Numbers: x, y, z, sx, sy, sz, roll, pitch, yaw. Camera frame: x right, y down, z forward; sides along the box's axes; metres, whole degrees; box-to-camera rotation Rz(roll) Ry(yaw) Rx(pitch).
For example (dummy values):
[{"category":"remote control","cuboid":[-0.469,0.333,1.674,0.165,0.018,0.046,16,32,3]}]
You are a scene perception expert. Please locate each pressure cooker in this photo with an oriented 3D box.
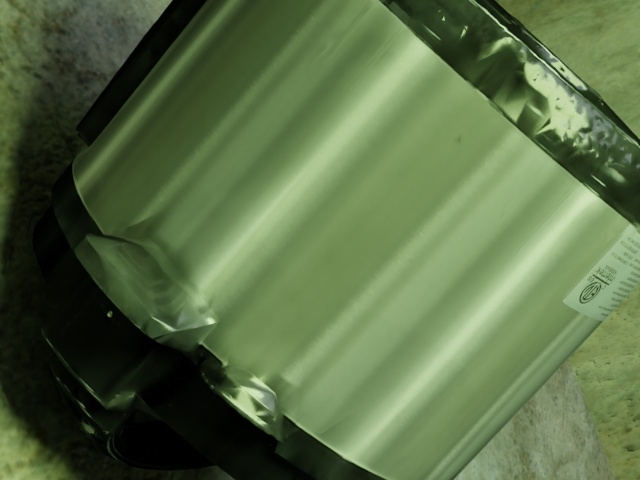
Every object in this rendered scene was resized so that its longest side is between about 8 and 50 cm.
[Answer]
[{"category":"pressure cooker","cuboid":[0.003,0.004,1.195,0.370,0.420,0.375,36,12,-24]}]
